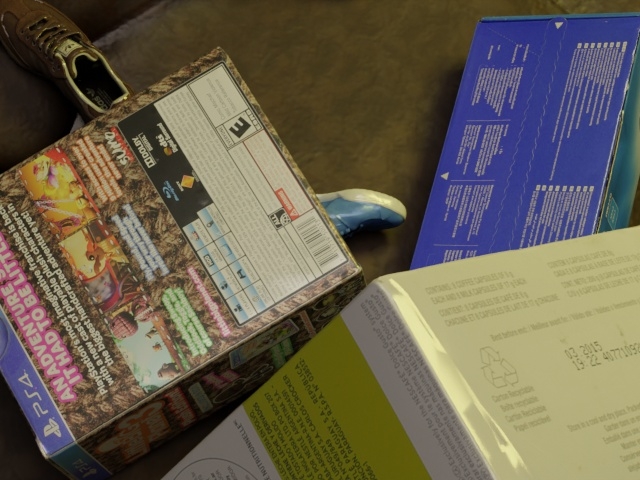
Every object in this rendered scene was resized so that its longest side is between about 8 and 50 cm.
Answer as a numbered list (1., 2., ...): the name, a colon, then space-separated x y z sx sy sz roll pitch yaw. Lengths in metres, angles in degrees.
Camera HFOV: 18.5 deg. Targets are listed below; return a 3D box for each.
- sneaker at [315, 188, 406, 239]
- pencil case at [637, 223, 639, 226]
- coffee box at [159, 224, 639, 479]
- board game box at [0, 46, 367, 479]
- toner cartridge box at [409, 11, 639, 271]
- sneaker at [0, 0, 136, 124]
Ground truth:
1. sneaker: 0.000 0.000 1.733 0.152 0.058 0.084 4 67 -8
2. pencil case: 0.357 0.058 1.730 0.209 0.098 0.095 33 21 10
3. coffee box: 0.127 0.233 1.422 0.338 0.334 0.338 -8 61 -48
4. board game box: -0.139 0.025 1.624 0.291 0.141 0.232 -30 71 -4
5. toner cartridge box: 0.186 -0.037 1.724 0.165 0.075 0.347 3 61 27
6. sneaker: -0.225 -0.169 1.780 0.066 0.071 0.188 -41 76 -21
